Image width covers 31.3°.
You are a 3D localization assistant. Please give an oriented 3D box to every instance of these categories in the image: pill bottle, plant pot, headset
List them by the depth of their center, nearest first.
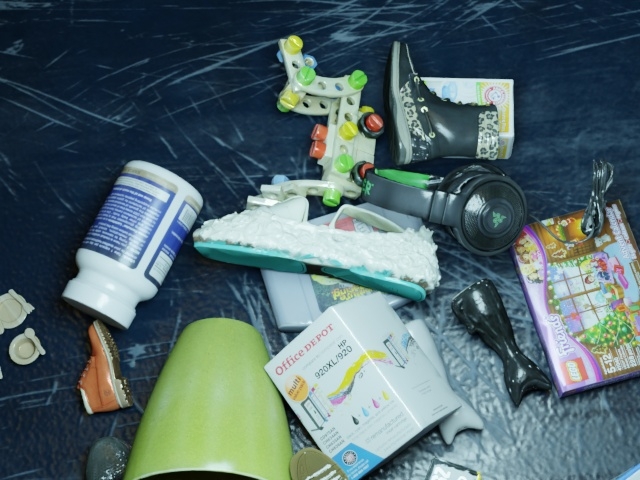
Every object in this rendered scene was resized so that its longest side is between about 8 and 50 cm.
[{"bbox_3d":[-0.165,0.282,1.807,0.275,0.274,0.293,-1,55,4],"label":"plant pot"},{"bbox_3d":[0.267,-0.081,1.850,0.394,0.243,0.185,12,100,0],"label":"headset"},{"bbox_3d":[-0.323,0.009,1.948,0.153,0.153,0.264,23,74,12],"label":"pill bottle"}]

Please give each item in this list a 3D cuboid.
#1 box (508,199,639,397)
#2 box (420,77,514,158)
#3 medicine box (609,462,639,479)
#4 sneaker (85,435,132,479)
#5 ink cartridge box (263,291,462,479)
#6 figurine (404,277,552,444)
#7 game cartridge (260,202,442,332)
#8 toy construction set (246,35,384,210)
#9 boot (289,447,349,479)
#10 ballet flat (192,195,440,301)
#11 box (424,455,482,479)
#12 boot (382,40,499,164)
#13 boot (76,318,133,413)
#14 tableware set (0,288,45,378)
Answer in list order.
[{"bbox_3d":[0.450,0.095,1.907,0.201,0.057,0.293,-16,70,0],"label":"box"},{"bbox_3d":[0.236,-0.214,2.008,0.203,0.103,0.114,2,71,5],"label":"box"},{"bbox_3d":[0.387,0.471,1.658,0.263,0.289,0.149,-34,74,-8],"label":"medicine box"},{"bbox_3d":[-0.326,0.435,1.792,0.107,0.162,0.281,-16,71,2],"label":"sneaker"},{"bbox_3d":[0.066,0.228,1.792,0.171,0.168,0.232,-43,75,25],"label":"ink cartridge box"},{"bbox_3d":[0.241,0.203,1.876,0.215,0.092,0.209,-30,75,-5],"label":"figurine"},{"bbox_3d":[0.048,0.046,1.961,0.294,0.060,0.196,-18,74,-2],"label":"game cartridge"},{"bbox_3d":[-0.008,-0.176,1.982,0.215,0.151,0.327,19,75,-19],"label":"toy construction set"},{"bbox_3d":[0.028,0.419,1.726,0.077,0.165,0.213,-37,73,-16],"label":"boot"},{"bbox_3d":[0.000,0.000,1.885,0.409,0.147,0.147,12,72,-1],"label":"ballet flat"},{"bbox_3d":[0.152,0.466,1.662,0.079,0.322,0.257,18,72,11],"label":"box"},{"bbox_3d":[0.200,-0.229,1.923,0.179,0.085,0.236,0,61,-6],"label":"boot"},{"bbox_3d":[-0.379,0.215,1.926,0.085,0.059,0.157,-17,80,6],"label":"boot"},{"bbox_3d":[-0.563,0.175,1.980,0.169,0.020,0.141,-31,72,-7],"label":"tableware set"}]
